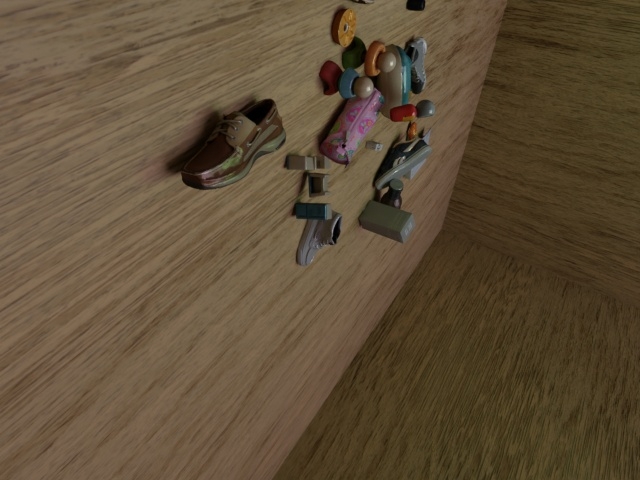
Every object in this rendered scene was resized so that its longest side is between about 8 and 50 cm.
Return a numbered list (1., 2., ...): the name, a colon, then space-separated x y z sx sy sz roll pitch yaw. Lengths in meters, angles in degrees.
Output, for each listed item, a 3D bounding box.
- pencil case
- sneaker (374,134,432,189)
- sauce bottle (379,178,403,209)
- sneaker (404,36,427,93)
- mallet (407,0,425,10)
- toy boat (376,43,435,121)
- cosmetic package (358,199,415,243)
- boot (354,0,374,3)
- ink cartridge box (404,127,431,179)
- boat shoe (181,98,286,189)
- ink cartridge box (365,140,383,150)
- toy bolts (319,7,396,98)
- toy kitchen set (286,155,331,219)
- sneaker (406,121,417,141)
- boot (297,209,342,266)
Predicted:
1. pencil case: 0.111 -0.392 1.374 0.284 0.124 0.124 -59 156 -15
2. sneaker: 0.372 -0.380 1.952 0.321 0.128 0.126 -37 163 -2
3. sauce bottle: 0.353 -0.173 2.050 0.111 0.111 0.345 -50 162 -30
4. sneaker: 0.376 -0.712 1.682 0.132 0.086 0.229 -40 136 -35
5. mallet: 0.359 -0.940 1.475 0.039 0.062 0.190 -11 108 -61
6. toy boat: 0.293 -0.523 1.435 0.268 0.147 0.319 81 -1 -50
7. cosmetic package: 0.318 -0.093 1.944 0.127 0.237 0.107 -54 144 -18
8. boot: 0.112 -0.718 1.142 0.157 0.059 0.085 -27 132 -53
9. ink cartridge box: 0.548 -0.493 2.281 0.223 0.045 0.224 -48 150 -35
10. boat shoe: -0.196 -0.231 0.916 0.324 0.122 0.120 -53 150 -44
11. ink cartridge box: 0.222 -0.397 1.691 0.083 0.048 0.028 -19 130 -57
12. toy bolts: 0.114 -0.534 1.194 0.229 0.158 0.218 -60 156 -11
13. toy kitchen set: -0.056 -0.165 1.299 0.166 0.122 0.207 -18 109 -59
14. sneaker: 0.481 -0.530 2.080 0.064 0.067 0.175 -48 150 -31
15. boot: 0.000 0.000 1.520 0.095 0.123 0.259 -22 132 -57
